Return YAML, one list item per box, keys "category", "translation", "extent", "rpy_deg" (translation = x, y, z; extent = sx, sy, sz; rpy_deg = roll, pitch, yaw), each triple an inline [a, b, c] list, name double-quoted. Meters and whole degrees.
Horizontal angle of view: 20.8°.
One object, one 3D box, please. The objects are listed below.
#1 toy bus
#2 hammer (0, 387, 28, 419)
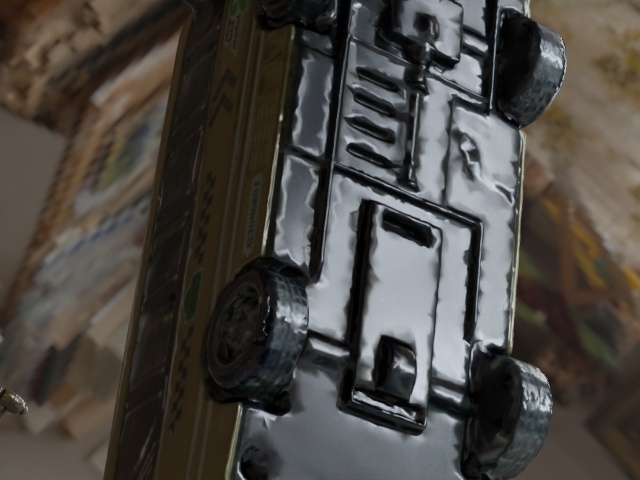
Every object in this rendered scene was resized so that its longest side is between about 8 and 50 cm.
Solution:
- category: "toy bus"
  translation: [0.000, 0.000, 0.926]
  extent: [0.202, 0.177, 0.365]
  rpy_deg: [-30, -136, 50]
- category: "hammer"
  translation: [-0.250, 0.156, 1.228]
  extent: [0.123, 0.029, 0.014]
  rpy_deg: [-55, -164, -22]
